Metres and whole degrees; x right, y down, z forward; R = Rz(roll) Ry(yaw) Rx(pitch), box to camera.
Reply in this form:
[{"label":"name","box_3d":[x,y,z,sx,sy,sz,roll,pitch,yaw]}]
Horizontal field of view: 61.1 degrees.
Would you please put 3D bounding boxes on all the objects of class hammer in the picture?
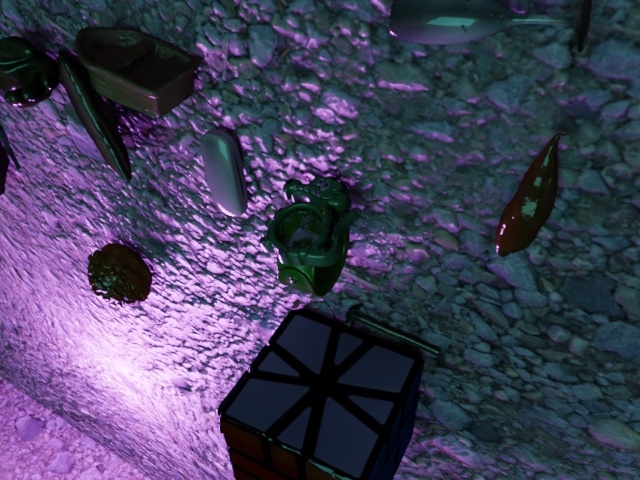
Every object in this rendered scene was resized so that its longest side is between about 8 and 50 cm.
[{"label":"hammer","box_3d":[0.129,0.163,0.974,0.182,0.017,0.062,21,135,17]}]

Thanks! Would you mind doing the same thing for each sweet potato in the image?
[{"label":"sweet potato","box_3d":[0.261,-0.050,0.668,0.056,0.056,0.195,25,132,16]}]

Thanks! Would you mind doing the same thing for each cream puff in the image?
[{"label":"cream puff","box_3d":[-0.472,0.088,1.260,0.165,0.115,0.150,47,135,-10]}]

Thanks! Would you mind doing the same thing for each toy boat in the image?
[{"label":"toy boat","box_3d":[-0.288,-0.262,0.826,0.188,0.116,0.061,28,143,13]}]

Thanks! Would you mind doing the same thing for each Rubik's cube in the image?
[{"label":"Rubik's cube","box_3d":[0.009,0.343,1.017,0.293,0.288,0.283,19,136,19]}]

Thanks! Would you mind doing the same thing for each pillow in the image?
[{"label":"pillow","box_3d":[-0.387,-0.217,0.926,0.212,0.052,0.208,40,153,57]}]

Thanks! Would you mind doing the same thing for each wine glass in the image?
[{"label":"wine glass","box_3d":[0.172,-0.232,0.567,0.198,0.066,0.066,14,133,28]}]

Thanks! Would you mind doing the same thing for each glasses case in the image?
[{"label":"glasses case","box_3d":[-0.162,-0.111,0.920,0.063,0.041,0.164,14,132,24]}]

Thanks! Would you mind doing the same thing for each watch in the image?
[{"label":"watch","box_3d":[0.000,0.000,0.851,0.131,0.165,0.152,13,157,24]}]

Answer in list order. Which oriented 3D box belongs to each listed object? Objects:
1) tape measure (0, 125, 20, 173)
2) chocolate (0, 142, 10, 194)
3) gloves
[{"label":"tape measure","box_3d":[-0.716,-0.254,1.114,0.084,0.164,0.330,-1,131,-8]},{"label":"chocolate","box_3d":[-0.937,-0.209,1.208,0.297,0.314,0.326,19,139,33]},{"label":"gloves","box_3d":[-0.546,-0.303,0.983,0.268,0.107,0.135,29,132,37]}]
